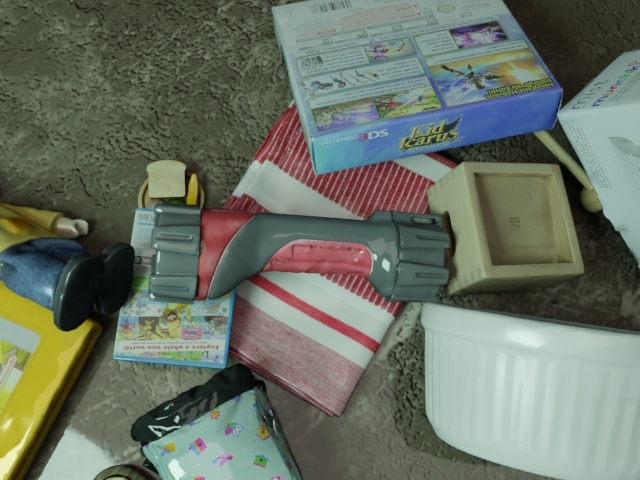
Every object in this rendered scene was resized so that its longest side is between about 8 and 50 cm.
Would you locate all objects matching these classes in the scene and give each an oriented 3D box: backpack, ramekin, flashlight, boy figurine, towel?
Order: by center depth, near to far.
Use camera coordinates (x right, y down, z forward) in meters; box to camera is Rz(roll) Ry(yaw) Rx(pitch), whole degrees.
[{"bbox_3d":[0.223,0.139,0.675,0.273,0.273,0.127,8,87,1],"label":"ramekin"},{"bbox_3d":[-0.093,0.232,0.711,0.152,0.115,0.182,-28,80,-11],"label":"backpack"},{"bbox_3d":[-0.020,0.022,0.736,0.304,0.103,0.103,5,37,-12],"label":"flashlight"},{"bbox_3d":[-0.330,-0.006,0.755,0.285,0.177,0.092,27,113,22],"label":"boy figurine"},{"bbox_3d":[0.000,0.000,0.816,0.237,0.037,0.329,30,76,5],"label":"towel"}]

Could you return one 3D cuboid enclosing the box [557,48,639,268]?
[{"bbox_3d":[0.400,-0.059,0.694,0.127,0.231,0.262,-41,107,-15],"label":"box"}]

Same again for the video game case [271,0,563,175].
[{"bbox_3d":[0.097,-0.201,0.815,0.270,0.061,0.244,-11,50,-4],"label":"video game case"}]

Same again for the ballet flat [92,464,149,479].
[{"bbox_3d":[-0.166,0.343,0.707,0.084,0.058,0.249,-24,77,-8],"label":"ballet flat"}]

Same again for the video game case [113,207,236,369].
[{"bbox_3d":[-0.151,0.050,0.769,0.119,0.015,0.166,5,74,-2],"label":"video game case"}]

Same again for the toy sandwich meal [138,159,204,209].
[{"bbox_3d":[-0.175,-0.054,0.828,0.086,0.029,0.085,0,75,-1],"label":"toy sandwich meal"}]

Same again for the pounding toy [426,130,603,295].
[{"bbox_3d":[0.232,-0.037,0.808,0.206,0.094,0.181,-1,73,-21],"label":"pounding toy"}]

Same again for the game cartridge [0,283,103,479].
[{"bbox_3d":[-0.443,0.150,0.756,0.324,0.052,0.285,24,75,4],"label":"game cartridge"}]
